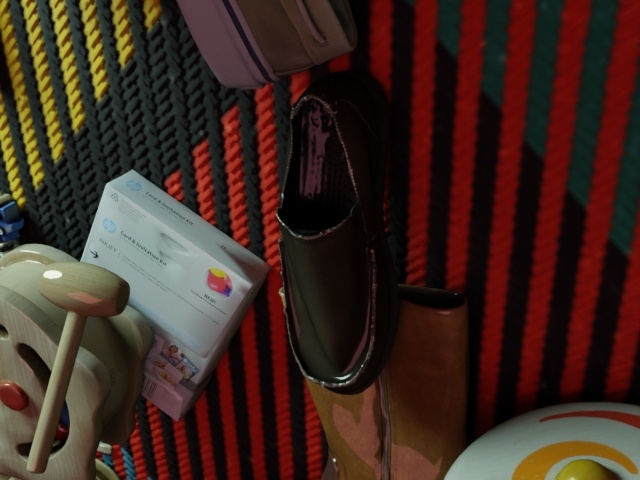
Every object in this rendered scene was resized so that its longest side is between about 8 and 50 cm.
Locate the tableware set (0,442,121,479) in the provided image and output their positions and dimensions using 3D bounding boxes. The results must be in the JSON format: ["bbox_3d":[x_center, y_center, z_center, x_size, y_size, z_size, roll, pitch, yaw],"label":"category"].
[{"bbox_3d":[-0.305,0.276,0.820,0.194,0.039,0.128,4,116,25],"label":"tableware set"}]

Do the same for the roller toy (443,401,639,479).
[{"bbox_3d":[0.172,0.199,0.453,0.209,0.191,0.146,3,117,43],"label":"roller toy"}]

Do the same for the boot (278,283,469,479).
[{"bbox_3d":[0.004,0.171,0.583,0.264,0.096,0.280,-2,112,30],"label":"boot"}]

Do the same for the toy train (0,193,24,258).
[{"bbox_3d":[-0.294,0.027,0.696,0.036,0.027,0.158,8,118,19],"label":"toy train"}]

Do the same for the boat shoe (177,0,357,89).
[{"bbox_3d":[-0.058,-0.214,0.379,0.094,0.109,0.302,-11,141,13],"label":"boat shoe"}]

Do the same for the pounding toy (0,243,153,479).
[{"bbox_3d":[-0.243,0.110,0.587,0.154,0.155,0.269,24,124,8],"label":"pounding toy"}]

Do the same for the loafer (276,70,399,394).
[{"bbox_3d":[0.000,0.000,0.477,0.080,0.078,0.220,1,99,28],"label":"loafer"}]

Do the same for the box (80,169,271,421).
[{"bbox_3d":[-0.142,0.053,0.628,0.145,0.038,0.186,34,126,6],"label":"box"}]
